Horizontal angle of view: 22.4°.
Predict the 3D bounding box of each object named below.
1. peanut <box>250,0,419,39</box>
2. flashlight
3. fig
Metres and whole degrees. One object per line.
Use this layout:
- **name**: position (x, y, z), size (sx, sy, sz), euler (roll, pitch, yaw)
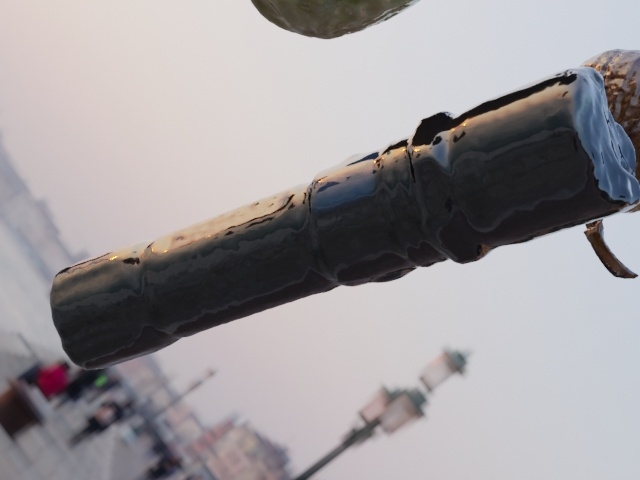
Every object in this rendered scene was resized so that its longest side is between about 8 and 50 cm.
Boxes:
- **peanut**: position (0.066, -0.254, 1.138), size (0.136, 0.298, 0.120), euler (53, 19, 23)
- **flashlight**: position (0.000, 0.000, 1.055), size (0.103, 0.424, 0.103), euler (43, 37, -44)
- **fig**: position (0.240, -0.054, 1.332), size (0.134, 0.201, 0.146), euler (24, -25, 7)
